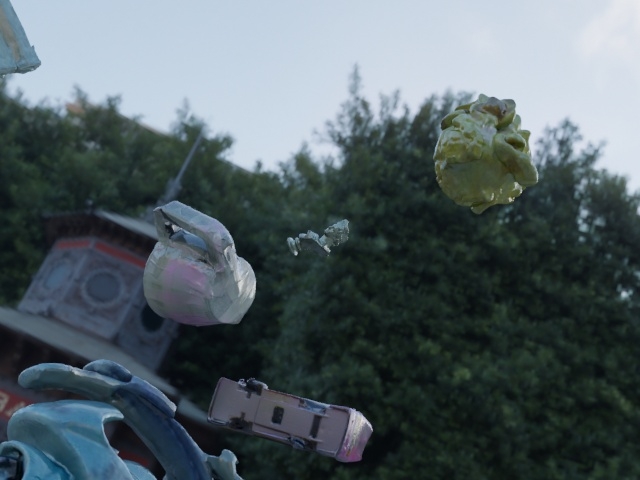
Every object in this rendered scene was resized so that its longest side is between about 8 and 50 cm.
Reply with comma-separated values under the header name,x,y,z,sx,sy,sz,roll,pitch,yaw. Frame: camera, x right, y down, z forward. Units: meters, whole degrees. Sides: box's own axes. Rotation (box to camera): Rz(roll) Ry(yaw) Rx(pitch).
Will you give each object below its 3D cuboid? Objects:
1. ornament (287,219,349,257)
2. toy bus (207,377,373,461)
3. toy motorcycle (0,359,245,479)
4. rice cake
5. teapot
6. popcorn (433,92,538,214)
name,x,y,z,sx,sy,sz,roll,pitch,yaw
ornament,-0.003,0.001,1.579,0.092,0.041,0.068,-5,-27,-10
toy bus,-0.049,0.292,1.692,0.274,0.090,0.112,9,-16,36
toy motorcycle,-0.158,0.211,0.811,0.154,0.206,0.260,-23,-58,29
rice cake,-0.460,-0.313,1.361,0.038,0.124,0.211,-22,-91,44
teapot,-0.200,0.047,1.840,0.178,0.221,0.163,13,10,38
popcorn,0.209,-0.107,1.348,0.162,0.141,0.135,46,-19,26
